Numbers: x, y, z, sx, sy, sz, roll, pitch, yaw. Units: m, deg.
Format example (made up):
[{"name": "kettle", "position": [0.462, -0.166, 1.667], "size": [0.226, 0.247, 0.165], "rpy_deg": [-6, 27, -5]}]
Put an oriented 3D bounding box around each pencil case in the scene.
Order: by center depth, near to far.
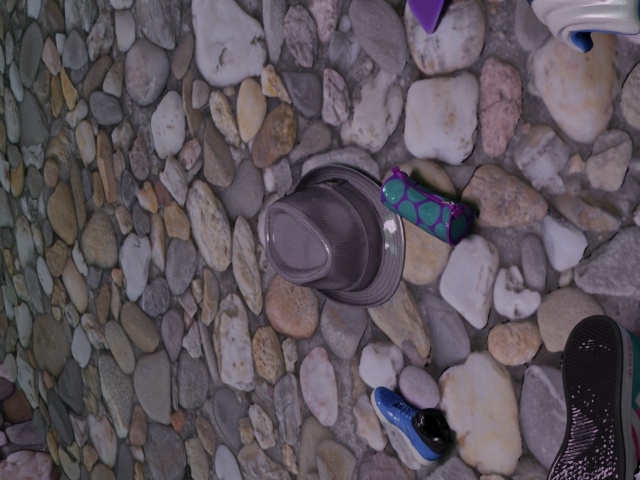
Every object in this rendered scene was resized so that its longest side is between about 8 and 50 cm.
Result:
[{"name": "pencil case", "position": [0.158, -0.052, 1.374], "size": [0.152, 0.064, 0.070], "rpy_deg": [33, 138, 41]}]

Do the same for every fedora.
[{"name": "fedora", "position": [0.000, 0.000, 1.529], "size": [0.275, 0.124, 0.243], "rpy_deg": [30, 121, 43]}]

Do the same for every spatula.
[{"name": "spatula", "position": [0.196, -0.420, 1.269], "size": [0.084, 0.030, 0.296], "rpy_deg": [60, 137, 25]}]

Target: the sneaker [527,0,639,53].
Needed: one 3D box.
[{"name": "sneaker", "position": [0.347, -0.333, 0.952], "size": [0.323, 0.130, 0.236], "rpy_deg": [-27, 88, 45]}]

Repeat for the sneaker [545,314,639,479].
[{"name": "sneaker", "position": [0.365, 0.255, 1.105], "size": [0.124, 0.178, 0.295], "rpy_deg": [-11, 61, 51]}]

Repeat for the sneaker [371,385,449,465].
[{"name": "sneaker", "position": [0.147, 0.279, 1.466], "size": [0.152, 0.058, 0.084], "rpy_deg": [52, 139, 23]}]
